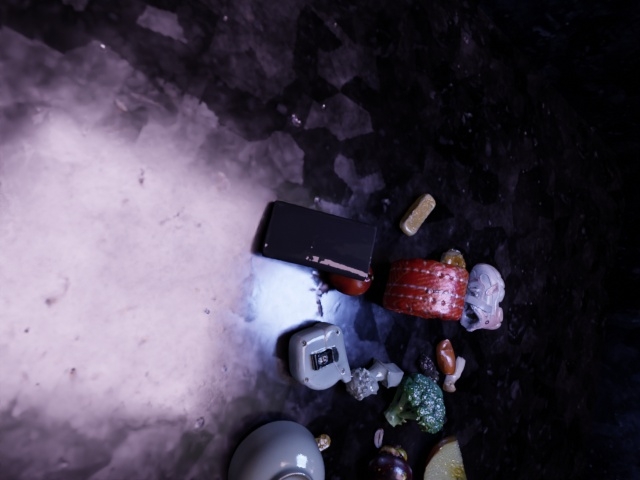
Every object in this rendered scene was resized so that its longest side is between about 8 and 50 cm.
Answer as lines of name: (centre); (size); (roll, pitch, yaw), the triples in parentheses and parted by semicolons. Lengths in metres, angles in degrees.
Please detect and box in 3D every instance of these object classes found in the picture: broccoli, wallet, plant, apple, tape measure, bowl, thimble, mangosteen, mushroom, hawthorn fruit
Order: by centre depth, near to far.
bowl: (-0.130, 0.836, 1.395); (0.354, 0.185, 0.353); (-1, 92, -22)
wallet: (0.000, 0.000, 1.517); (0.407, 0.062, 0.228); (15, 71, -8)
tape measure: (0.002, 0.455, 1.562); (0.246, 0.125, 0.242); (-16, 97, -33)
hawthorn fruit: (0.131, 0.137, 1.616); (0.169, 0.188, 0.168); (8, 77, -40)
mangosteen: (0.296, 0.964, 1.715); (0.192, 0.192, 0.217); (53, 31, -20)
thimble: (0.455, 0.214, 1.736); (0.350, 0.350, 0.230); (17, 79, -31)
broccoli: (0.408, 0.716, 1.761); (0.270, 0.270, 0.269); (-31, 107, 2)
apple: (0.602, 1.078, 1.895); (0.254, 0.179, 0.345); (-22, 99, -44)
plant: (0.518, 0.620, 1.916); (0.085, 0.087, 0.174); (-48, 119, -51)
mushroom: (0.679, 0.668, 2.030); (0.202, 0.054, 0.059); (-48, 111, -29)

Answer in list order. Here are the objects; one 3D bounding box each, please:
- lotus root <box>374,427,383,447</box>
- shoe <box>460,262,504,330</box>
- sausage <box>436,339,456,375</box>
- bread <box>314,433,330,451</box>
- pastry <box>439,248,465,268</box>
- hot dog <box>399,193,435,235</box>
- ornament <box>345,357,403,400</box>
lotus root: (0.253, 0.859, 1.765); (0.037, 0.030, 0.083); (19, 80, -62)
shoe: (0.812, 0.295, 2.054); (0.198, 0.172, 0.350); (-8, 91, -29)
sausage: (0.612, 0.571, 1.976); (0.089, 0.089, 0.179); (-8, 89, -32)
bread: (-0.009, 0.803, 1.584); (0.110, 0.060, 0.066); (-14, 109, -35)
pastry: (0.655, 0.121, 2.013); (0.153, 0.081, 0.153); (-7, 102, -35)
hot dog: (0.446, -0.121, 1.890); (0.084, 0.073, 0.242); (48, 65, -19)
ornament: (0.224, 0.575, 1.709); (0.285, 0.130, 0.120); (-8, 110, -40)
